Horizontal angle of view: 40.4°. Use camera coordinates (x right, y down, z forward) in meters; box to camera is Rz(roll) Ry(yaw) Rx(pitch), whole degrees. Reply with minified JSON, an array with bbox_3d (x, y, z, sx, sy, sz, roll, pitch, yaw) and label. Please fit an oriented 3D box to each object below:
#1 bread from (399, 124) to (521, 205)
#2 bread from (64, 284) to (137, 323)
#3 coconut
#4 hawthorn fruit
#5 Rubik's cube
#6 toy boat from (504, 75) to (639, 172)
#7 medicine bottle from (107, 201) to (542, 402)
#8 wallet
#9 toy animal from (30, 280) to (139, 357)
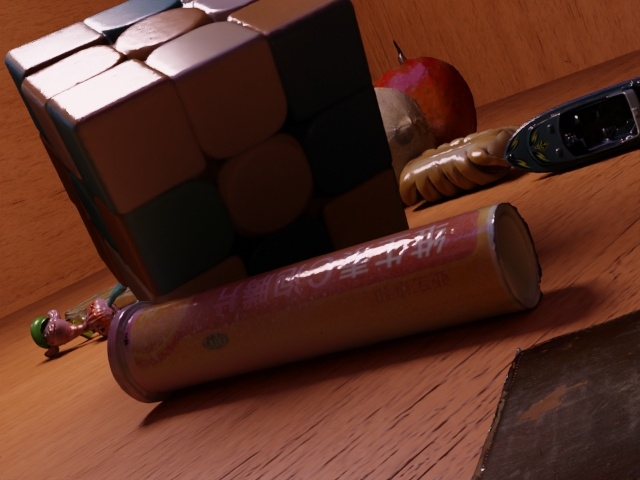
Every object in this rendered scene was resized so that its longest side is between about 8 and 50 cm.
[{"bbox_3d":[0.234,-0.121,1.446,0.225,0.081,0.134,-15,16,38],"label":"bread"},{"bbox_3d":[-0.423,0.118,1.875,0.267,0.040,0.267,-23,7,3],"label":"bread"},{"bbox_3d":[0.104,-0.167,1.613,0.227,0.227,0.230,-27,8,-29],"label":"coconut"},{"bbox_3d":[0.192,-0.282,1.832,0.254,0.300,0.254,-21,-5,-2],"label":"hawthorn fruit"},{"bbox_3d":[-0.143,-0.118,1.111,0.347,0.346,0.344,-30,36,-16],"label":"Rubik's cube"},{"bbox_3d":[0.373,-0.156,1.222,0.246,0.092,0.103,-18,2,29],"label":"toy boat"},{"bbox_3d":[-0.012,0.063,0.814,0.426,0.108,0.108,-18,9,30],"label":"medicine bottle"},{"bbox_3d":[0.143,0.090,0.452,0.122,0.031,0.232,-24,4,25],"label":"wallet"},{"bbox_3d":[-0.408,0.138,1.549,0.208,0.100,0.103,-30,-16,11],"label":"toy animal"}]
